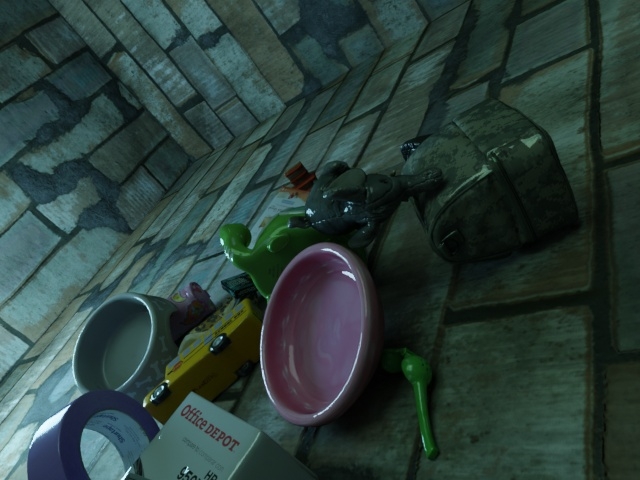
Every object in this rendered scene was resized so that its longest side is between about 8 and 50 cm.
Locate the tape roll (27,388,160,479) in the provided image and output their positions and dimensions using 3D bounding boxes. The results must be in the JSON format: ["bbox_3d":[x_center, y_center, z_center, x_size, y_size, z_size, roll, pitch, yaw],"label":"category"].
[{"bbox_3d":[-0.429,0.442,1.030,0.090,0.275,0.275,-34,25,14],"label":"tape roll"}]

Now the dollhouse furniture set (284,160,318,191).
[{"bbox_3d":[-0.049,-0.140,1.640,0.262,0.135,0.259,-35,25,12],"label":"dollhouse furniture set"}]

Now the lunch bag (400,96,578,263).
[{"bbox_3d":[0.296,-0.107,0.994,0.255,0.213,0.305,-27,28,13],"label":"lunch bag"}]

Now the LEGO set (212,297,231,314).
[{"bbox_3d":[-0.290,0.203,1.550,0.083,0.024,0.054,-35,24,-21],"label":"LEGO set"}]

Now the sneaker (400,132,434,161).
[{"bbox_3d":[0.334,-0.239,1.325,0.286,0.109,0.130,8,46,47],"label":"sneaker"}]

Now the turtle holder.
[{"bbox_3d":[-0.053,0.040,1.190,0.320,0.244,0.227,-17,28,12],"label":"turtle holder"}]

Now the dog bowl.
[{"bbox_3d":[-0.556,0.306,1.472,0.348,0.102,0.349,-13,59,22],"label":"dog bowl"}]

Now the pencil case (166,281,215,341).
[{"bbox_3d":[-0.465,0.252,1.594,0.284,0.124,0.124,-39,24,6],"label":"pencil case"}]

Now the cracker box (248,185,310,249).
[{"bbox_3d":[-0.109,-0.039,1.469,0.155,0.067,0.232,16,68,48],"label":"cracker box"}]

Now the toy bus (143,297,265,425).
[{"bbox_3d":[-0.265,0.296,1.243,0.332,0.108,0.130,-40,24,0],"label":"toy bus"}]

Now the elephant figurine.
[{"bbox_3d":[0.076,-0.073,0.961,0.239,0.169,0.186,21,91,66],"label":"elephant figurine"}]

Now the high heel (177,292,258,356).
[{"bbox_3d":[-0.279,0.236,1.429,0.261,0.093,0.186,-39,7,21],"label":"high heel"}]

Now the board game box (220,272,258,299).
[{"bbox_3d":[-0.170,0.105,1.432,0.186,0.026,0.126,-20,17,-24],"label":"board game box"}]

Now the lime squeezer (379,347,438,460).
[{"bbox_3d":[0.130,0.233,0.877,0.310,0.058,0.110,28,102,63],"label":"lime squeezer"}]

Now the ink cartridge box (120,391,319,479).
[{"bbox_3d":[-0.227,0.472,0.822,0.285,0.166,0.395,-1,44,54],"label":"ink cartridge box"}]

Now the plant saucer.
[{"bbox_3d":[0.006,0.172,0.964,0.332,0.084,0.333,-26,57,47],"label":"plant saucer"}]
